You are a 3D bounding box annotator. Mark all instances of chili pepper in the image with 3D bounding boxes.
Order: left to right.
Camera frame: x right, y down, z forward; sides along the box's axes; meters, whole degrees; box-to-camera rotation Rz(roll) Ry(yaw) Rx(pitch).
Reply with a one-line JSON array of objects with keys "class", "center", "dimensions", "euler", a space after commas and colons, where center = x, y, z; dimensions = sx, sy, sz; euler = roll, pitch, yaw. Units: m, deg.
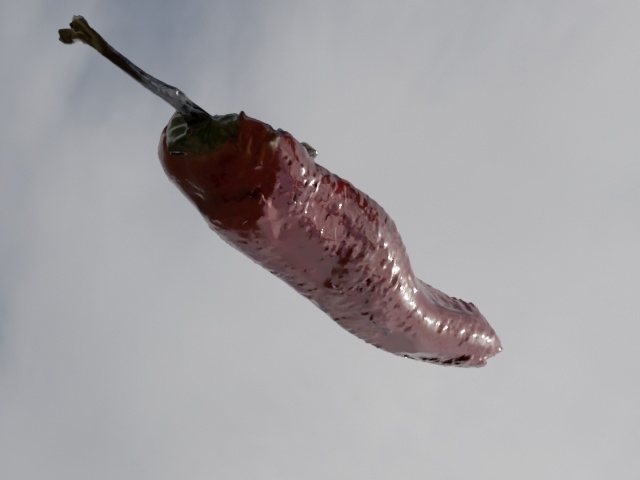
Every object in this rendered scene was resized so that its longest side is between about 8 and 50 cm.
[{"class": "chili pepper", "center": [0.000, 0.000, 0.496], "dimensions": [0.059, 0.268, 0.050], "euler": [4, -116, 41]}]
